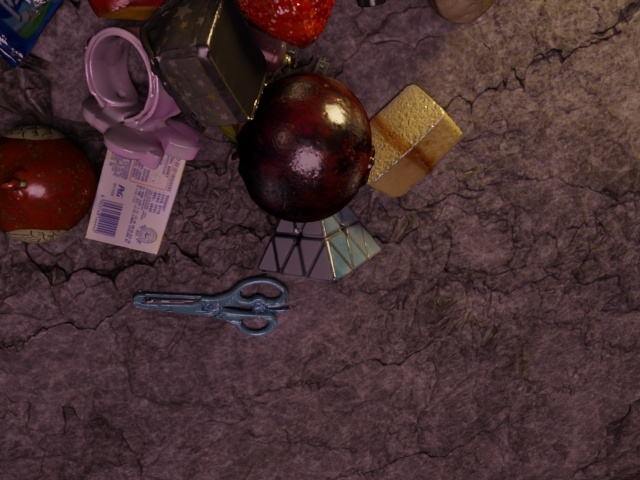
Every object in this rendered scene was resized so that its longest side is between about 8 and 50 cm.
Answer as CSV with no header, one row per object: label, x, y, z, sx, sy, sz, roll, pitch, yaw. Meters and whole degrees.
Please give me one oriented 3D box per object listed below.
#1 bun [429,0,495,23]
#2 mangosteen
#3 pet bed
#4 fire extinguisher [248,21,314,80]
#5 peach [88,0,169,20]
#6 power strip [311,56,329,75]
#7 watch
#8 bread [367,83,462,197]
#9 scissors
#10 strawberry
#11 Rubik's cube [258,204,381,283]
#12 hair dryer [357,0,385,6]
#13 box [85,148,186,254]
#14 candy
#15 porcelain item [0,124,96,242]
bun,0.295,-0.523,1.391,0.173,0.113,0.167,25,108,-36
mangosteen,-0.068,-0.194,1.419,0.359,0.306,0.306,11,117,-4
pet bed,-0.215,-0.319,1.256,0.159,0.183,0.211,-1,149,21
fire extinguisher,-0.153,-0.396,1.396,0.269,0.105,0.105,18,114,-19
peach,-0.333,-0.468,1.266,0.190,0.190,0.192,29,74,-23
power strip,-0.007,-0.358,1.495,0.027,0.017,0.083,16,116,-20
watch,-0.348,-0.291,1.339,0.248,0.211,0.217,35,124,18
bread,0.194,-0.218,1.606,0.240,0.135,0.178,-43,151,13
scissors,-0.268,0.160,1.728,0.393,0.032,0.180,6,117,-13
strawberry,-0.068,-0.489,1.268,0.257,0.257,0.277,-22,111,2
Rubik's cube,0.001,0.002,1.628,0.228,0.229,0.233,32,157,13
hair dryer,0.164,-0.544,1.410,0.197,0.057,0.100,-15,121,-12
box,-0.399,-0.115,1.512,0.168,0.097,0.265,13,116,-17
candy,-0.541,-0.502,1.281,0.331,0.077,0.187,-44,120,10
porcelain item,-0.587,-0.113,1.386,0.253,0.253,0.253,-5,120,-8
